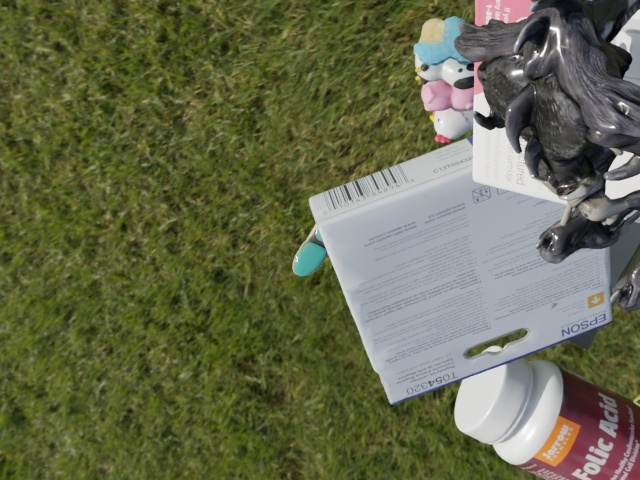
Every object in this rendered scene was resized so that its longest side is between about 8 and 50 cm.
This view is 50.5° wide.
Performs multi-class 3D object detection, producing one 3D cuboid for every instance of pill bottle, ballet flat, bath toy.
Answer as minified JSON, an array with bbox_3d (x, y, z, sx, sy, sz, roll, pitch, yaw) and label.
[{"bbox_3d":[0.491,0.378,1.380,0.392,0.224,0.224,25,114,-6],"label":"pill bottle"},{"bbox_3d":[0.000,0.000,1.374,0.057,0.052,0.168,32,107,-1],"label":"ballet flat"},{"bbox_3d":[0.272,-0.323,1.447,0.151,0.348,0.129,38,82,23],"label":"bath toy"}]

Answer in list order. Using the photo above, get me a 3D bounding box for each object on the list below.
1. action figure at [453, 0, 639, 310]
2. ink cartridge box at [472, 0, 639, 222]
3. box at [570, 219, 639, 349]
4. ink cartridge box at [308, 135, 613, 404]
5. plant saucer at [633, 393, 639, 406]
[{"bbox_3d":[0.181,-0.076,0.424,0.141,0.164,0.275,-44,136,-5],"label":"action figure"},{"bbox_3d":[0.276,-0.124,0.540,0.283,0.117,0.207,18,138,29],"label":"ink cartridge box"},{"bbox_3d":[0.511,0.038,1.227,0.103,0.261,0.184,27,153,29],"label":"box"},{"bbox_3d":[0.188,0.029,0.832,0.324,0.071,0.330,-21,129,1],"label":"ink cartridge box"},{"bbox_3d":[0.700,0.277,1.213,0.188,0.045,0.188,29,138,-6],"label":"plant saucer"}]
